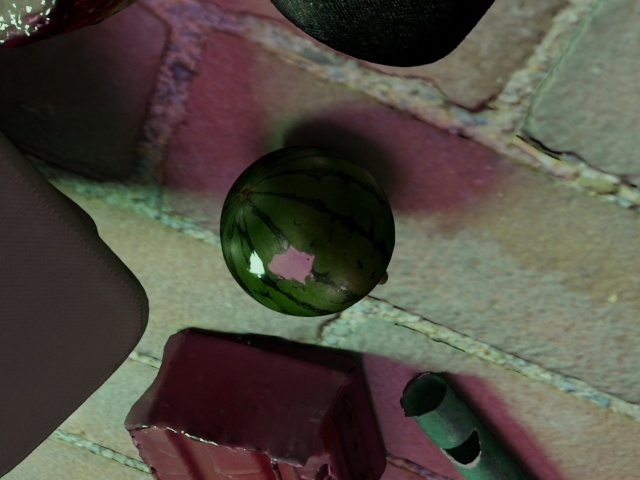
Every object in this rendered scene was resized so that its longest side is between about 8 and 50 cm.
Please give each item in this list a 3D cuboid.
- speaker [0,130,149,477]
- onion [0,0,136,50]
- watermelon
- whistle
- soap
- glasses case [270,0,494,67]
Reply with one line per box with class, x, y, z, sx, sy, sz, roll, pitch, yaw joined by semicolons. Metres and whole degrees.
speaker;-0.261;-0.031;0.667;0.184;0.183;0.406;40;171;29
onion;-0.126;-0.193;0.513;0.218;0.140;0.195;42;142;10
watermelon;-0.004;-0.002;0.745;0.109;0.109;0.109;13;145;9
whistle;0.118;0.163;0.969;0.039;0.039;0.186;-9;137;34
soap;-0.040;0.180;1.015;0.162;0.099;0.250;8;144;16
glasses case;0.054;-0.162;0.520;0.103;0.067;0.266;26;146;-8
